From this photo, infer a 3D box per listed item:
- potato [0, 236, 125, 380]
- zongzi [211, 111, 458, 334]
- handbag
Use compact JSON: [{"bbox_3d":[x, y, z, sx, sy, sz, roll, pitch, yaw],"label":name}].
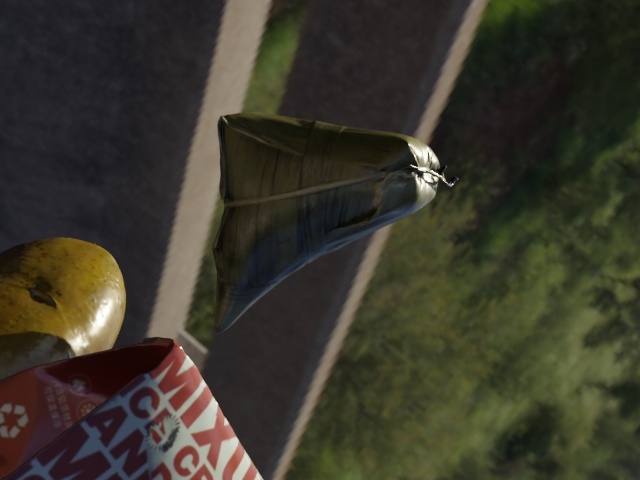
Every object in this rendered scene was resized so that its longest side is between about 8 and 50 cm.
[{"bbox_3d":[-0.311,0.119,1.162,0.369,0.176,0.195,-42,-173,-39],"label":"potato"},{"bbox_3d":[0.003,0.000,1.132,0.094,0.205,0.204,-8,107,-70],"label":"zongzi"},{"bbox_3d":[-0.187,0.185,0.846,0.298,0.151,0.171,-29,122,5],"label":"handbag"}]
